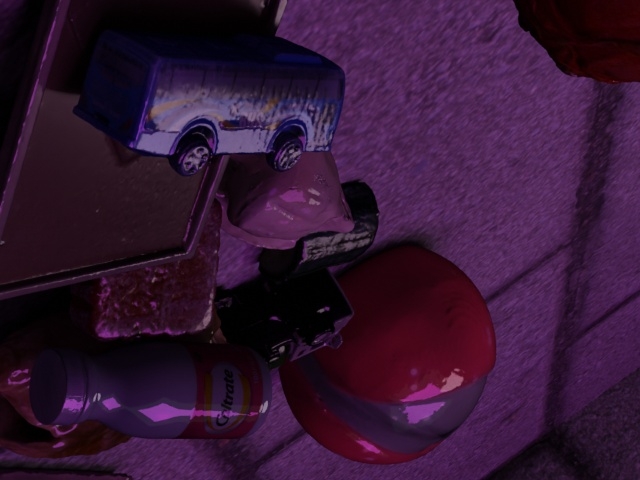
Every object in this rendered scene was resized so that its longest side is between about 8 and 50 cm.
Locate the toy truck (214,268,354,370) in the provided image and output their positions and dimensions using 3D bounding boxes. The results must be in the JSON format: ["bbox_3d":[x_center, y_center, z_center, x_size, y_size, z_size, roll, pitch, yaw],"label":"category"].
[{"bbox_3d":[-0.088,0.115,1.592,0.243,0.101,0.125,-22,159,-27],"label":"toy truck"}]

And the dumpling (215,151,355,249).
[{"bbox_3d":[-0.047,-0.051,1.304,0.136,0.118,0.199,-28,132,16],"label":"dumpling"}]

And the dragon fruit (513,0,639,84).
[{"bbox_3d":[0.293,-0.275,1.148,0.277,0.277,0.342,-22,155,-33],"label":"dragon fruit"}]

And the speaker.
[{"bbox_3d":[0.091,0.143,1.824,0.294,0.294,0.294,-31,158,-14],"label":"speaker"}]

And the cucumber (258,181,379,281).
[{"bbox_3d":[0.000,0.000,1.546,0.115,0.062,0.116,-14,147,-39],"label":"cucumber"}]

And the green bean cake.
[{"bbox_3d":[-0.158,0.020,1.256,0.136,0.056,0.135,-1,100,-38],"label":"green bean cake"}]

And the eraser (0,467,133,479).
[{"bbox_3d":[-0.284,0.397,1.625,0.122,0.272,0.359,-42,159,11],"label":"eraser"}]

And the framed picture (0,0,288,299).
[{"bbox_3d":[-0.141,-0.099,1.078,0.240,0.020,0.324,-13,135,-46],"label":"framed picture"}]

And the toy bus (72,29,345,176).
[{"bbox_3d":[-0.073,-0.108,1.060,0.236,0.079,0.094,-7,128,-51],"label":"toy bus"}]

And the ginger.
[{"bbox_3d":[-0.208,0.101,1.347,0.276,0.130,0.221,-12,137,-46],"label":"ginger"}]

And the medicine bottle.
[{"bbox_3d":[-0.152,0.135,1.263,0.217,0.090,0.090,6,135,-39],"label":"medicine bottle"}]
